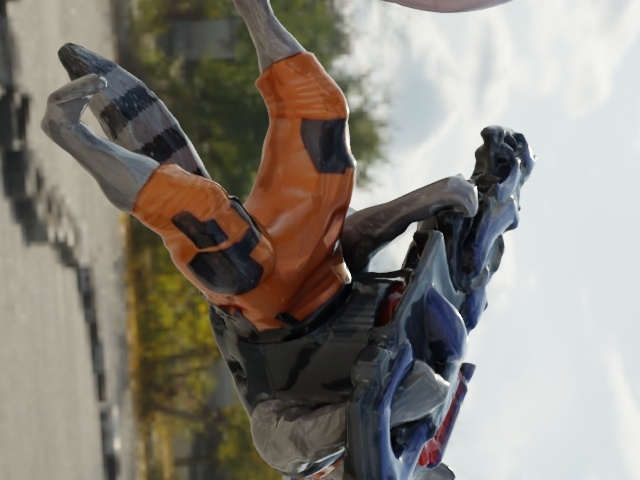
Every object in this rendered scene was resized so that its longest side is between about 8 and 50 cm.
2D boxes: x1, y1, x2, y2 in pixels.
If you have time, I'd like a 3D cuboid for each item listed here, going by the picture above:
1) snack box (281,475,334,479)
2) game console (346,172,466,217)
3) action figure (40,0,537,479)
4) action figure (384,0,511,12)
[{"bbox_3d":[0.012,0.132,1.161,0.022,0.064,0.178,46,48,-55],"label":"snack box"},{"bbox_3d":[0.034,-0.032,1.208,0.085,0.124,0.144,51,22,3],"label":"game console"},{"bbox_3d":[0.000,0.000,0.886,0.330,0.179,0.341,66,33,-19],"label":"action figure"},{"bbox_3d":[0.198,-0.245,0.674,0.248,0.370,0.275,31,-54,42],"label":"action figure"}]
